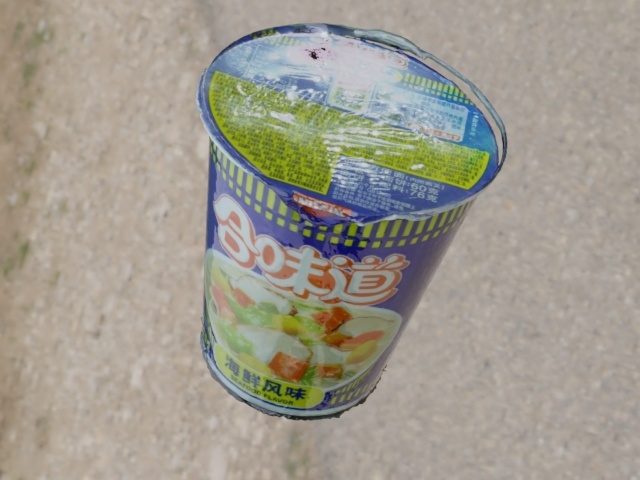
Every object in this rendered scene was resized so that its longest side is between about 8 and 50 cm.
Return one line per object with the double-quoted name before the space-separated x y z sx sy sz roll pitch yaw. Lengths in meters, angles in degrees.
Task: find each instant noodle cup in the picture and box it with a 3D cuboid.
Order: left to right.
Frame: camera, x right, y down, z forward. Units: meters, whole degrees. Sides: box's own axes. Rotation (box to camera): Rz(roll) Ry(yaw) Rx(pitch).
"instant noodle cup" 0.000 0.000 1.244 0.284 0.284 0.312 -107 24 -45
